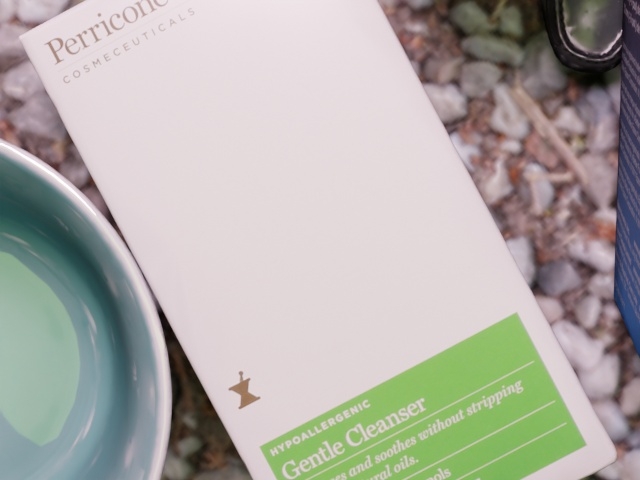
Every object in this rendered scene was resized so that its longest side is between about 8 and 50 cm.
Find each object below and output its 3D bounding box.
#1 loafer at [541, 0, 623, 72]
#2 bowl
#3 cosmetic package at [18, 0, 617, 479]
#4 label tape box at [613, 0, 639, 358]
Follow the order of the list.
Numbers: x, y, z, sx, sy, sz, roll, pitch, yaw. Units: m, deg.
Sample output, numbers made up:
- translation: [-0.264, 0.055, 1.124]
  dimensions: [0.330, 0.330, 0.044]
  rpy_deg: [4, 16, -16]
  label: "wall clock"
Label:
- translation: [0.181, -0.215, 0.922]
  dimensions: [0.076, 0.078, 0.223]
  rpy_deg: [10, 92, 1]
  label: "loafer"
- translation: [-0.234, 0.085, 0.898]
  dimensions: [0.311, 0.163, 0.311]
  rpy_deg: [0, 91, 1]
  label: "bowl"
- translation: [0.000, 0.000, 0.897]
  dimensions: [0.197, 0.155, 0.365]
  rpy_deg: [-29, 93, 3]
  label: "cosmetic package"
- translation: [0.231, -0.082, 0.797]
  dimensions: [0.115, 0.249, 0.347]
  rpy_deg: [0, 110, 1]
  label: "label tape box"
